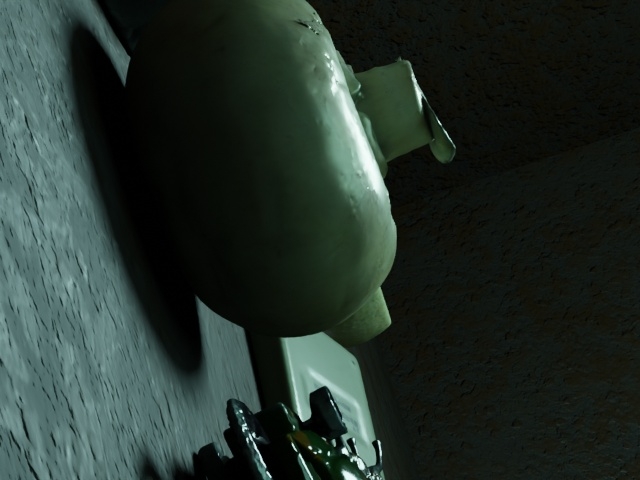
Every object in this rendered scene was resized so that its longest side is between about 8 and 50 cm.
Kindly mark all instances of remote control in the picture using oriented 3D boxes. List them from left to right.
[{"bbox_3d":[0.005,0.179,1.403,0.123,0.038,0.285,37,28,-39],"label":"remote control"}]

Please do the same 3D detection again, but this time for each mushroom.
[{"bbox_3d":[-0.018,-0.058,1.163,0.246,0.202,0.246,161,-90,-82],"label":"mushroom"}]

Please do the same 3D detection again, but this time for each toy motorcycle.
[{"bbox_3d":[0.007,0.177,0.977,0.187,0.125,0.274,63,1,11],"label":"toy motorcycle"}]

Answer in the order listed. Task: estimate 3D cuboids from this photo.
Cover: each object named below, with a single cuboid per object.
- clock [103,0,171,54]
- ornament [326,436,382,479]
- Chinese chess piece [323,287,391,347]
[{"bbox_3d":[-0.156,-0.291,1.317,0.319,0.066,0.318,-17,90,-87],"label":"clock"},{"bbox_3d":[0.025,0.184,1.347,0.073,0.028,0.125,41,24,-30],"label":"ornament"},{"bbox_3d":[0.000,0.000,1.994,0.250,0.101,0.250,-18,90,-87],"label":"Chinese chess piece"}]
